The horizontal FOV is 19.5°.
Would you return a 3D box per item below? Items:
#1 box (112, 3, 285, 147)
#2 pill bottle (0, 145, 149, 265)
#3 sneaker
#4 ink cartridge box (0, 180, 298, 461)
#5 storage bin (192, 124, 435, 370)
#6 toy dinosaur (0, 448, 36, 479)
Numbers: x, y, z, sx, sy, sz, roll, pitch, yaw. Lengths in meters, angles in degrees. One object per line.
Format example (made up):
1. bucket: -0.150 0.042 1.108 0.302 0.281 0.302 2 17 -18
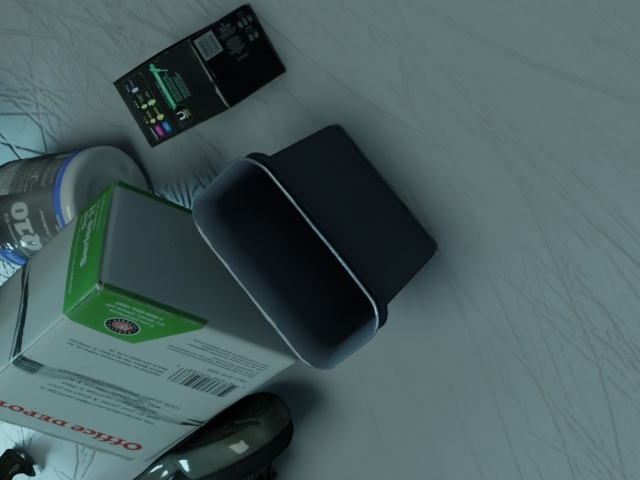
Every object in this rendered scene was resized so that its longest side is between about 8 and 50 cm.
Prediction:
1. box: -0.078 -0.104 1.184 0.083 0.062 0.052 -23 101 46
2. pill bottle: -0.193 -0.022 1.319 0.137 0.078 0.078 -7 111 42
3. sneaker: -0.059 0.192 1.339 0.130 0.087 0.227 50 139 1
4. ink cartridge box: -0.129 0.062 1.263 0.153 0.087 0.208 22 143 -27
5. storage bin: 0.000 0.000 1.163 0.135 0.091 0.098 52 136 3
6. toy dinosaur: -0.273 0.272 1.510 0.121 0.160 0.314 16 126 32
